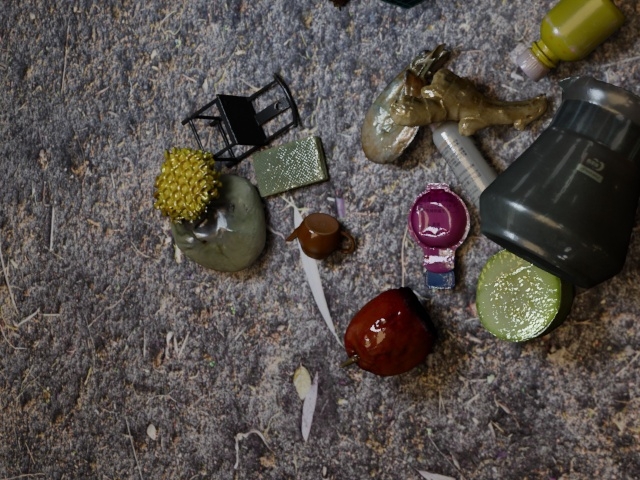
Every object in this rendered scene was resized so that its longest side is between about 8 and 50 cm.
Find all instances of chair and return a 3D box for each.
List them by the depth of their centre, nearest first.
[{"bbox_3d":[-0.204,-0.301,2.096,0.260,0.141,0.155,-28,80,31],"label":"chair"}]

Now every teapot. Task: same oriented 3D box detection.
[{"bbox_3d":[0.535,-0.099,1.600,0.376,0.305,0.362,30,92,-6],"label":"teapot"},{"bbox_3d":[0.000,0.000,2.025,0.173,0.116,0.116,12,101,1],"label":"teapot"}]

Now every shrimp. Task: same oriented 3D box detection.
[{"bbox_3d":[0.200,-0.310,1.878,0.317,0.077,0.168,-53,48,24],"label":"shrimp"}]

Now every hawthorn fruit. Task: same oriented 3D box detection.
[{"bbox_3d":[0.150,0.227,1.881,0.251,0.189,0.189,-40,70,-14],"label":"hawthorn fruit"}]

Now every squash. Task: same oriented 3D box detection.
[{"bbox_3d":[0.427,0.111,1.773,0.220,0.133,0.220,0,89,34],"label":"squash"}]

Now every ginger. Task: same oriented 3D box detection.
[{"bbox_3d":[0.321,-0.295,1.785,0.333,0.081,0.148,10,65,5],"label":"ginger"}]

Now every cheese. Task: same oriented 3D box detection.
[{"bbox_3d":[0.272,-0.011,1.884,0.155,0.062,0.245,-1,95,31],"label":"cheese"}]

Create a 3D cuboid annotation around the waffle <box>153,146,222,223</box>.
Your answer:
[{"bbox_3d":[-0.334,-0.136,2.050,0.193,0.070,0.197,-1,78,32],"label":"waffle"}]

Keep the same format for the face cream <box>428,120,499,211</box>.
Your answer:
[{"bbox_3d":[0.321,-0.187,1.831,0.082,0.082,0.269,-37,76,27],"label":"face cream"}]

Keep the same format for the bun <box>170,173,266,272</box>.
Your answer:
[{"bbox_3d":[-0.272,-0.044,2.139,0.272,0.168,0.273,2,96,22],"label":"bun"}]

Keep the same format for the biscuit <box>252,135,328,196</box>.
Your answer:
[{"bbox_3d":[-0.079,-0.188,2.086,0.199,0.040,0.121,-14,85,31],"label":"biscuit"}]

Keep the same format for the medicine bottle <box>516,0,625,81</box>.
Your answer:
[{"bbox_3d":[0.504,-0.422,1.683,0.212,0.121,0.122,-42,74,26],"label":"medicine bottle"}]

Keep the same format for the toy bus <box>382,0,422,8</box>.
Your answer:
[{"bbox_3d":[0.162,-0.597,1.792,0.147,0.256,0.128,-19,84,33],"label":"toy bus"}]

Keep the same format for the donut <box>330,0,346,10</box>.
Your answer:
[{"bbox_3d":[0.015,-0.685,1.967,0.141,0.085,0.217,-41,72,26],"label":"donut"}]
